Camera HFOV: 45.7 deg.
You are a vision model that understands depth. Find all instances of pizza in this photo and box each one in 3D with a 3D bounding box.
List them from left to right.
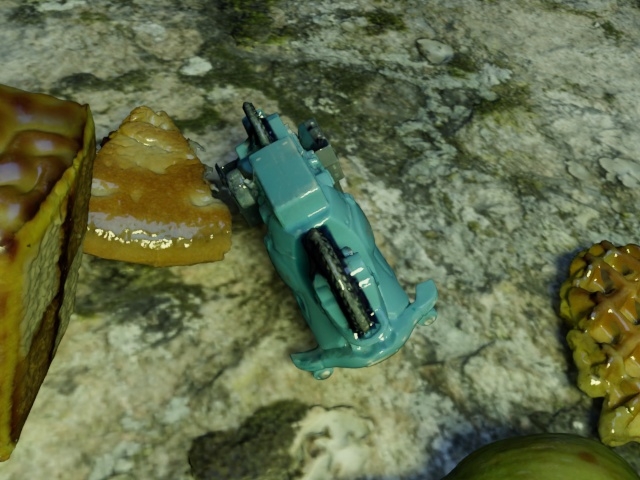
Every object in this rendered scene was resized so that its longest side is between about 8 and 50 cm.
[{"bbox_3d":[-0.160,-0.049,0.671,0.154,0.069,0.194,3,41,-13],"label":"pizza"}]

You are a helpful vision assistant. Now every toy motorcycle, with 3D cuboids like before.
[{"bbox_3d":[0.000,0.000,0.610,0.123,0.182,0.272,-28,43,0],"label":"toy motorcycle"}]

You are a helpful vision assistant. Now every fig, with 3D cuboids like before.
[{"bbox_3d":[0.095,0.193,0.510,0.245,0.149,0.149,8,43,17],"label":"fig"}]

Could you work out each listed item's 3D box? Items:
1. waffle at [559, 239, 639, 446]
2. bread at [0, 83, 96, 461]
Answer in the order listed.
[{"bbox_3d":[0.331,0.106,0.688,0.238,0.059,0.243,12,49,-10],"label":"waffle"},{"bbox_3d":[-0.211,0.020,0.488,0.096,0.222,0.181,15,37,-8],"label":"bread"}]
